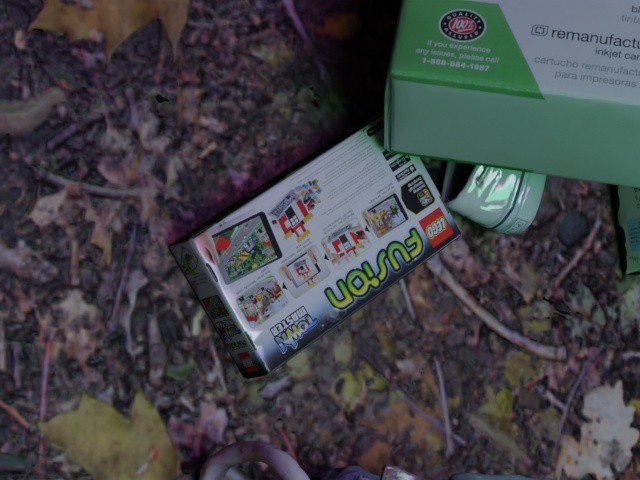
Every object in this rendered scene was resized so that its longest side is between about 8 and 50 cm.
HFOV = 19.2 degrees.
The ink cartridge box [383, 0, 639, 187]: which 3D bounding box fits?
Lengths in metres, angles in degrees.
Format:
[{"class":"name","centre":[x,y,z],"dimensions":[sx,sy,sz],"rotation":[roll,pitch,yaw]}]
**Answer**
[{"class":"ink cartridge box","centre":[0.172,-0.201,1.405],"dimensions":[0.211,0.121,0.289],"rotation":[7,63,7]}]

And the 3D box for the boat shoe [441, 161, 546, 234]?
[{"class":"boat shoe","centre":[0.147,-0.121,1.473],"dimensions":[0.075,0.083,0.226],"rotation":[17,73,-29]}]

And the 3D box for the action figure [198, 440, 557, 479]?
[{"class":"action figure","centre":[0.059,0.329,1.244],"dimensions":[0.275,0.248,0.370],"rotation":[19,69,-27]}]

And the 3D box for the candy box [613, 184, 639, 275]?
[{"class":"candy box","centre":[0.316,-0.092,1.579],"dimensions":[0.159,0.071,0.234],"rotation":[-3,82,-34]}]

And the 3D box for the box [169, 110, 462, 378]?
[{"class":"box","centre":[0.000,0.000,1.390],"dimensions":[0.207,0.036,0.114],"rotation":[-34,99,-31]}]
